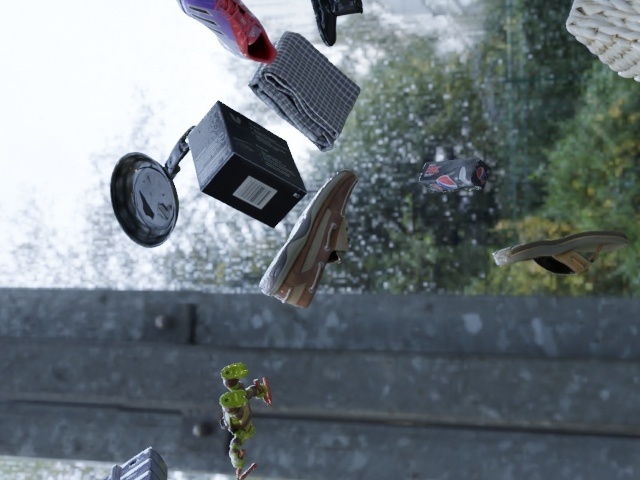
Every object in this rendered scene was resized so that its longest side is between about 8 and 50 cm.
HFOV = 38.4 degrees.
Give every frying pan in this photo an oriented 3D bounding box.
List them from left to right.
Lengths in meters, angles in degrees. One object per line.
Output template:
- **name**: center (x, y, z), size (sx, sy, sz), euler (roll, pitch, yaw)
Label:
- **frying pan**: center (-0.330, -0.134, 1.821), size (0.053, 0.197, 0.326), euler (-19, -41, -49)

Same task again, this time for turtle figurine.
- **turtle figurine**: center (-0.174, 0.365, 2.008), size (0.217, 0.087, 0.270), euler (82, -162, -46)

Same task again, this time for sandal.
- **sandal**: center (0.294, 0.021, 1.126), size (0.072, 0.180, 0.049), euler (150, 110, -67)

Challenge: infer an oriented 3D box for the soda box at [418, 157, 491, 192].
- **soda box**: center (0.314, -0.153, 2.166), size (0.053, 0.169, 0.060), euler (36, -113, -34)

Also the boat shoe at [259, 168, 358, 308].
- **boat shoe**: center (0.000, 0.000, 1.842), size (0.324, 0.116, 0.123), euler (-59, 4, -25)

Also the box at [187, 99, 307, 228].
- **box**: center (-0.122, -0.124, 1.507), size (0.156, 0.093, 0.158), euler (28, -153, -35)

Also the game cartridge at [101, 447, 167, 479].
- **game cartridge**: center (-0.370, 0.442, 1.264), size (0.068, 0.355, 0.230), euler (57, 180, -12)

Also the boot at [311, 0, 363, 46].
- **boot**: center (0.040, -0.461, 1.868), size (0.045, 0.099, 0.121), euler (-49, -55, -58)

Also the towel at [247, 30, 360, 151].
- **towel**: center (-0.033, -0.398, 2.427), size (0.283, 0.121, 0.235), euler (40, -143, -18)

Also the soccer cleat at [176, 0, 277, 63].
- **soccer cleat**: center (-0.180, -0.444, 1.818), size (0.109, 0.116, 0.318), euler (-56, -21, -2)

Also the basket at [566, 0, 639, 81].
- **basket**: center (0.614, -0.379, 1.454), size (0.331, 0.328, 0.267), euler (10, -75, -58)
